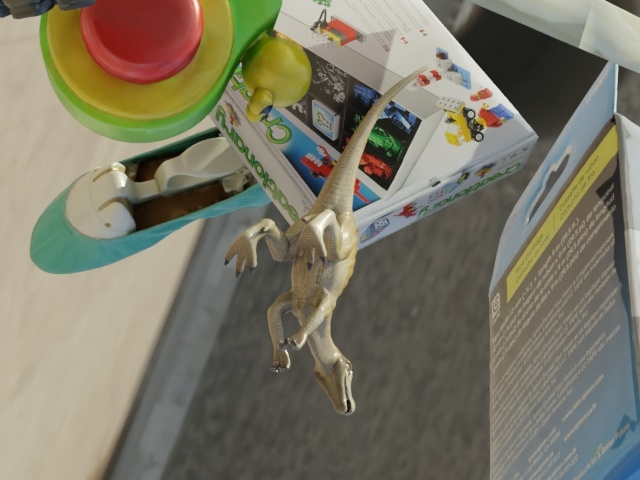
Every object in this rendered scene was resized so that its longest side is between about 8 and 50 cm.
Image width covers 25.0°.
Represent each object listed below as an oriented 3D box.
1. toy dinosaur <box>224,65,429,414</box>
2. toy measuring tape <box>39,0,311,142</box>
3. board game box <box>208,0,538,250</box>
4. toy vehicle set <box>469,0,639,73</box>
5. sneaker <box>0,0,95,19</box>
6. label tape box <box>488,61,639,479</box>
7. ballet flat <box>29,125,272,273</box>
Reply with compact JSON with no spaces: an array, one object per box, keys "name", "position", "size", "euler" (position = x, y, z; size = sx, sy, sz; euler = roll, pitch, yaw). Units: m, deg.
[{"name":"toy dinosaur","position":[0.000,0.000,0.714],"size":[0.093,0.053,0.183],"euler":[-16,119,-61]},{"name":"toy measuring tape","position":[-0.165,-0.137,0.843],"size":[0.121,0.330,0.121],"euler":[-159,-90,-86]},{"name":"board game box","position":[-0.001,-0.141,1.114],"size":[0.193,0.305,0.053],"euler":[-26,155,-25]},{"name":"toy vehicle set","position":[0.102,-0.185,0.969],"size":[0.267,0.166,0.035],"euler":[9,112,-52]},{"name":"sneaker","position":[-0.082,-0.253,0.681],"size":[0.343,0.134,0.146],"euler":[-74,154,-48]},{"name":"label tape box","position":[0.220,0.071,1.083],"size":[0.249,0.115,0.347],"euler":[117,-15,-48]},{"name":"ballet flat","position":[-0.133,-0.045,1.175],"size":[0.087,0.247,0.083],"euler":[62,9,-69]}]
